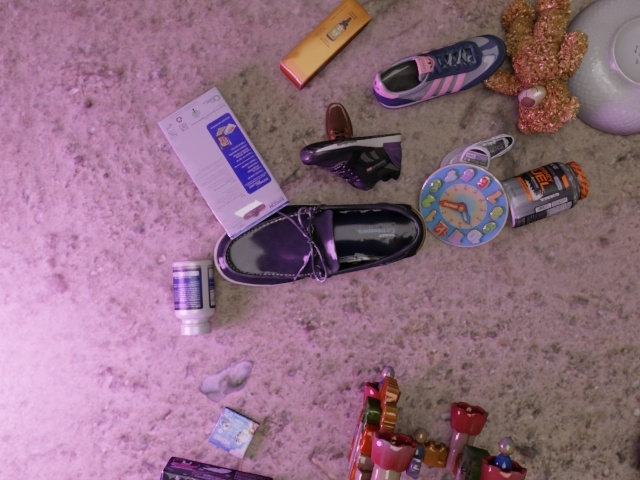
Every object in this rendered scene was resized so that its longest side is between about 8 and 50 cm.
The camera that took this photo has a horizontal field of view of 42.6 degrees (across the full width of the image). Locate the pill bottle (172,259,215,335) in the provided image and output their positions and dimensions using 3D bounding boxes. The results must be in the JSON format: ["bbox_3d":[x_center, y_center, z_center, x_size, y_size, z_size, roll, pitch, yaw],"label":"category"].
[{"bbox_3d":[-0.290,0.130,1.885,0.094,0.094,0.169,-3,88,-2],"label":"pill bottle"}]

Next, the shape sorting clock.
[{"bbox_3d":[0.328,-0.079,1.889,0.206,0.040,0.206,11,120,19],"label":"shape sorting clock"}]

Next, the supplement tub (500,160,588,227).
[{"bbox_3d":[0.514,-0.111,1.909,0.190,0.117,0.117,-20,89,-3],"label":"supplement tub"}]

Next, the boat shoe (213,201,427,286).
[{"bbox_3d":[0.000,0.000,1.872,0.500,0.156,0.187,-7,90,-1],"label":"boat shoe"}]

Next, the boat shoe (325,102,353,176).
[{"bbox_3d":[0.049,-0.239,1.926,0.064,0.060,0.178,-7,88,-2],"label":"boat shoe"}]

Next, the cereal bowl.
[{"bbox_3d":[0.731,-0.424,1.917,0.339,0.141,0.339,0,87,-1],"label":"cereal bowl"}]

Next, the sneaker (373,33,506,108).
[{"bbox_3d":[0.271,-0.390,1.874,0.319,0.131,0.112,-22,80,10],"label":"sneaker"}]

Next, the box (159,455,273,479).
[{"bbox_3d":[-0.242,0.603,1.847,0.247,0.142,0.163,12,89,0],"label":"box"}]

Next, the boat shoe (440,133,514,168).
[{"bbox_3d":[0.371,-0.202,1.934,0.184,0.063,0.066,-17,89,-3],"label":"boat shoe"}]

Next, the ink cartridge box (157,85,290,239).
[{"bbox_3d":[-0.220,-0.175,1.896,0.165,0.065,0.333,-31,81,-3],"label":"ink cartridge box"}]

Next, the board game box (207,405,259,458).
[{"bbox_3d":[-0.202,0.447,1.914,0.090,0.020,0.090,27,89,-1],"label":"board game box"}]

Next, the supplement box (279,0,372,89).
[{"bbox_3d":[0.012,-0.463,1.926,0.233,0.080,0.078,-44,91,-1],"label":"supplement box"}]

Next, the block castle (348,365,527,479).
[{"bbox_3d":[0.229,0.423,1.719,0.303,0.453,0.213,14,95,0],"label":"block castle"}]

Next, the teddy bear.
[{"bbox_3d":[0.496,-0.416,1.884,0.245,0.113,0.338,12,87,30],"label":"teddy bear"}]

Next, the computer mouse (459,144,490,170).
[{"bbox_3d":[0.345,-0.140,1.908,0.106,0.042,0.193,18,122,4],"label":"computer mouse"}]

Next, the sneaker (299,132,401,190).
[{"bbox_3d":[0.082,-0.170,1.851,0.283,0.107,0.124,-11,99,-37],"label":"sneaker"}]
